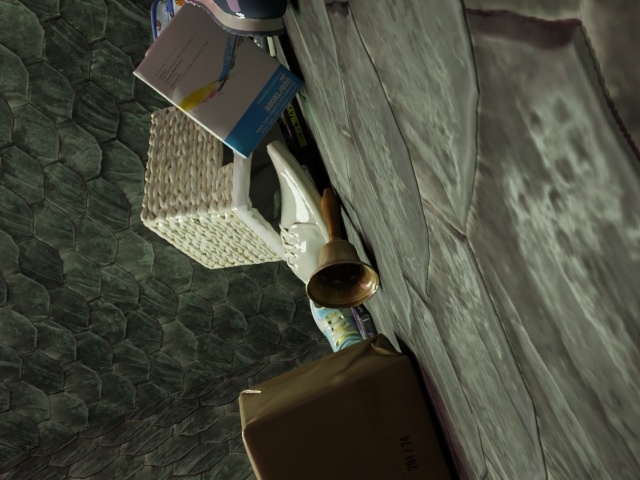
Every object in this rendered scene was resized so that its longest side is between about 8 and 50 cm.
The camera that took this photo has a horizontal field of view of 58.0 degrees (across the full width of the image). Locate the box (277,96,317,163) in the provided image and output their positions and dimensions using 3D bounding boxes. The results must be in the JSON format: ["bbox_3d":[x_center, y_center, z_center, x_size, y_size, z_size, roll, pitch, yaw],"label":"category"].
[{"bbox_3d":[-0.064,-0.256,1.274,0.190,0.045,0.184,-150,37,-83],"label":"box"}]

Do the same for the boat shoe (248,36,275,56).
[{"bbox_3d":[-0.142,-0.446,1.156,0.206,0.065,0.075,75,174,-57],"label":"boat shoe"}]

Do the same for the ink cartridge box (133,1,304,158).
[{"bbox_3d":[-0.176,-0.283,1.028,0.232,0.168,0.171,37,-176,-12],"label":"ink cartridge box"}]

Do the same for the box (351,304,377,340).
[{"bbox_3d":[0.113,0.216,1.432,0.162,0.029,0.116,-134,23,-78],"label":"box"}]

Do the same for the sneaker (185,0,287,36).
[{"bbox_3d":[-0.149,-0.404,0.831,0.319,0.112,0.131,40,137,34],"label":"sneaker"}]

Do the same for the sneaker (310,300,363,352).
[{"bbox_3d":[0.070,0.261,1.622,0.319,0.127,0.208,59,177,6],"label":"sneaker"}]

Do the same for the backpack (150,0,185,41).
[{"bbox_3d":[-0.253,-0.483,1.313,0.276,0.213,0.263,-41,-47,-77],"label":"backpack"}]

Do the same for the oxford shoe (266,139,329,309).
[{"bbox_3d":[-0.030,-0.009,1.267,0.169,0.130,0.449,-117,3,-57],"label":"oxford shoe"}]

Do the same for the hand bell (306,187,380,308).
[{"bbox_3d":[0.025,-0.009,1.055,0.126,0.126,0.242,73,-174,-47],"label":"hand bell"}]

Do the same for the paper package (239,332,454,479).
[{"bbox_3d":[0.051,0.372,0.990,0.168,0.309,0.325,-160,49,-80],"label":"paper package"}]

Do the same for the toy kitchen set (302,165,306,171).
[{"bbox_3d":[-0.090,-0.224,1.583,0.083,0.075,0.068,-121,11,-55],"label":"toy kitchen set"}]

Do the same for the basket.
[{"bbox_3d":[-0.215,-0.135,1.379,0.331,0.266,0.328,47,-142,-60],"label":"basket"}]
